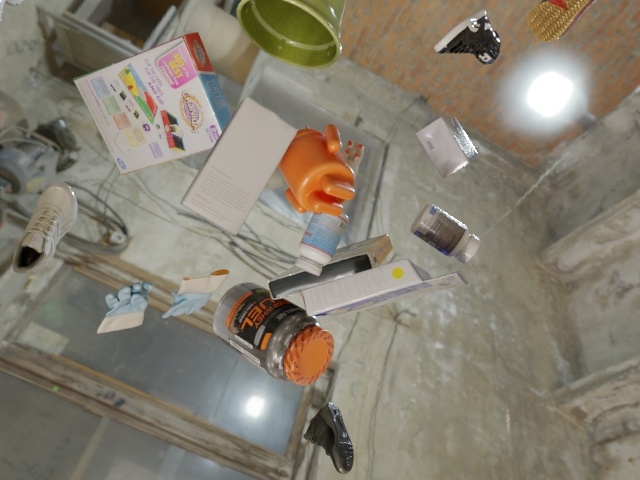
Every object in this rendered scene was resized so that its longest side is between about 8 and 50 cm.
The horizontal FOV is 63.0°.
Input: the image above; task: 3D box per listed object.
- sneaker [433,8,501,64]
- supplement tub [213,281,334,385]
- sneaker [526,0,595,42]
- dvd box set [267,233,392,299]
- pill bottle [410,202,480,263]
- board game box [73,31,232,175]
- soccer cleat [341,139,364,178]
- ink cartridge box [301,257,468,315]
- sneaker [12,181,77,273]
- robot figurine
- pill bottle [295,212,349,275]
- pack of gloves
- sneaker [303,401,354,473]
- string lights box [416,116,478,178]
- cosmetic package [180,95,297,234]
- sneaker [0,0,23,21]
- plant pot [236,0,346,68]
[{"bbox_3d":[0.367,-0.467,1.248,0.217,0.121,0.079,-41,-173,-34],"label":"sneaker"},{"bbox_3d":[-0.136,0.267,1.504,0.338,0.207,0.207,22,-97,39],"label":"supplement tub"},{"bbox_3d":[0.399,-0.380,0.813,0.084,0.069,0.185,-35,179,-9],"label":"sneaker"},{"bbox_3d":[0.047,0.072,1.616,0.308,0.062,0.420,-17,-177,17],"label":"dvd box set"},{"bbox_3d":[0.270,-0.014,1.129,0.078,0.137,0.078,-56,179,-2],"label":"pill bottle"},{"bbox_3d":[-0.370,-0.299,1.183,0.317,0.242,0.064,-10,-156,23],"label":"board game box"},{"bbox_3d":[0.050,-0.141,1.196,0.076,0.068,0.196,95,20,-66],"label":"soccer cleat"},{"bbox_3d":[0.152,0.097,1.128,0.303,0.307,0.072,25,47,-70],"label":"ink cartridge box"},{"bbox_3d":[-0.623,-0.020,1.180,0.232,0.090,0.115,-65,-162,7],"label":"sneaker"},{"bbox_3d":[-0.011,-0.145,1.062,0.158,0.128,0.219,85,-19,-46],"label":"robot figurine"},{"bbox_3d":[0.000,0.000,1.271,0.160,0.087,0.087,-65,-170,-8],"label":"pill bottle"},{"bbox_3d":[-0.291,0.096,0.937,0.232,0.195,0.046,-45,-123,53],"label":"pack of gloves"},{"bbox_3d":[0.025,0.641,1.646,0.130,0.087,0.227,-43,-137,19],"label":"sneaker"},{"bbox_3d":[0.339,-0.251,1.377,0.077,0.133,0.260,-31,-179,25],"label":"string lights box"},{"bbox_3d":[-0.154,-0.137,0.978,0.231,0.117,0.085,-60,-161,-7],"label":"cosmetic package"},{"bbox_3d":[-0.639,-0.509,0.996,0.129,0.111,0.297,-55,-150,28],"label":"sneaker"},{"bbox_3d":[-0.037,-0.624,1.326,0.276,0.276,0.254,152,-40,-74],"label":"plant pot"}]
